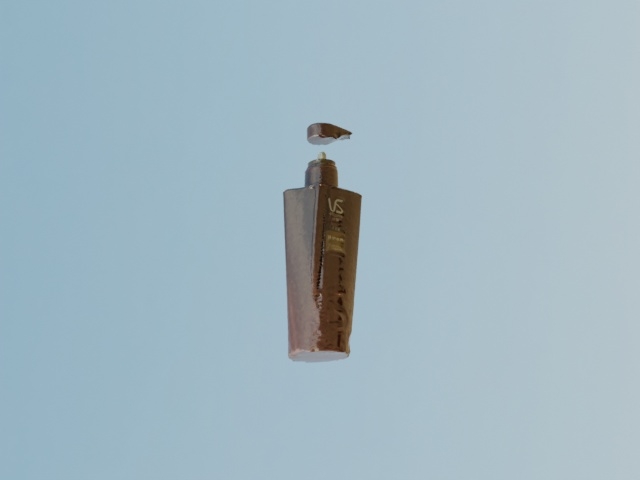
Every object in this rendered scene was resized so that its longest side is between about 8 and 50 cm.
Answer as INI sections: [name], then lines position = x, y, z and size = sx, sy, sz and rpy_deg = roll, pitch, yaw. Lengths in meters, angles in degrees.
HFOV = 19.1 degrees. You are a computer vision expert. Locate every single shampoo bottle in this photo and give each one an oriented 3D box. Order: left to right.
[shampoo bottle]
position = 0.003, 0.000, 1.863
size = 0.068, 0.067, 0.236
rpy_deg = 22, -117, -53
